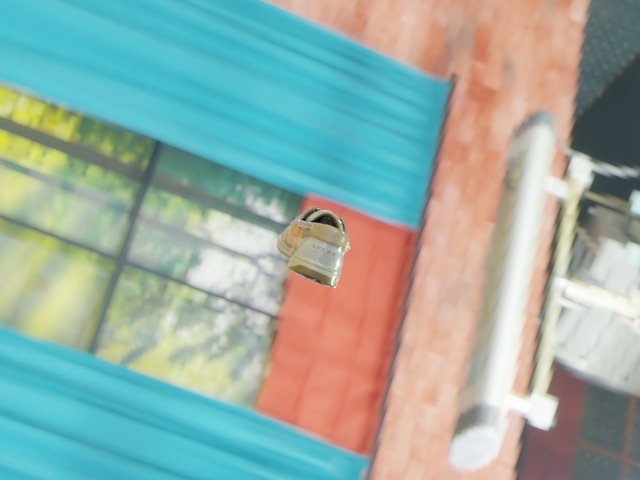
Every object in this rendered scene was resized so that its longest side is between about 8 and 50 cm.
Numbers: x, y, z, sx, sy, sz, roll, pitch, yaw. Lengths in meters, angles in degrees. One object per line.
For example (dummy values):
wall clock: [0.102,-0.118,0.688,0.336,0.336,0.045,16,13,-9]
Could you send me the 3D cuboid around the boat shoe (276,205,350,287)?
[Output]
boat shoe: [0.000,0.000,1.130,0.045,0.050,0.135,-65,-168,6]
